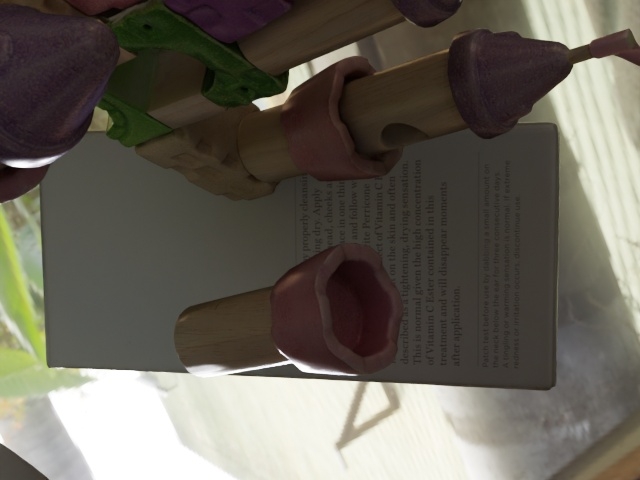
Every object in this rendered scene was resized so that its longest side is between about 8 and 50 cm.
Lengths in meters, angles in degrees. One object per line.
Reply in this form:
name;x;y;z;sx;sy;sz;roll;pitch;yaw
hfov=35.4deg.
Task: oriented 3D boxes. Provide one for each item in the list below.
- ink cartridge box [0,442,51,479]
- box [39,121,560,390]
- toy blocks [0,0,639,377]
ink cartridge box;-0.177;0.223;0.422;0.385;0.091;0.308;17;-143;2
box;0.000;0.000;0.742;0.345;0.168;0.215;1;-175;14
toy blocks;-0.032;-0.120;0.457;0.260;0.288;0.309;-15;-121;39
